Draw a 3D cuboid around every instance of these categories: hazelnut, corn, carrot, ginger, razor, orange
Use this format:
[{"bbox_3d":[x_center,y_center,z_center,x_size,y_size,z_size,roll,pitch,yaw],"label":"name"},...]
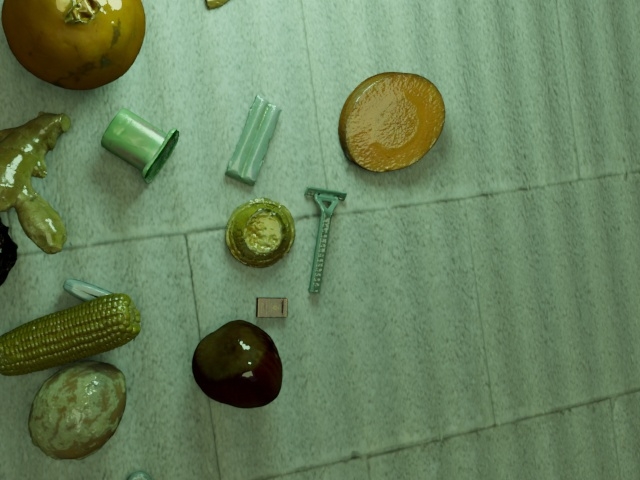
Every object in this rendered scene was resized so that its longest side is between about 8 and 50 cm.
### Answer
[{"bbox_3d":[-0.195,0.319,1.719,0.229,0.229,0.230,0,89,-16],"label":"hazelnut"},{"bbox_3d":[-0.586,0.219,1.616,0.344,0.131,0.131,-17,94,3],"label":"corn"},{"bbox_3d":[0.187,-0.322,1.906,0.307,0.100,0.258,-41,102,-5],"label":"carrot"},{"bbox_3d":[-0.744,-0.152,1.583,0.362,0.122,0.349,6,61,-13],"label":"ginger"},{"bbox_3d":[0.003,0.001,1.857,0.110,0.056,0.278,8,87,-17],"label":"razor"},{"bbox_3d":[-0.554,-0.495,1.580,0.311,0.312,0.313,0,89,-16],"label":"orange"}]

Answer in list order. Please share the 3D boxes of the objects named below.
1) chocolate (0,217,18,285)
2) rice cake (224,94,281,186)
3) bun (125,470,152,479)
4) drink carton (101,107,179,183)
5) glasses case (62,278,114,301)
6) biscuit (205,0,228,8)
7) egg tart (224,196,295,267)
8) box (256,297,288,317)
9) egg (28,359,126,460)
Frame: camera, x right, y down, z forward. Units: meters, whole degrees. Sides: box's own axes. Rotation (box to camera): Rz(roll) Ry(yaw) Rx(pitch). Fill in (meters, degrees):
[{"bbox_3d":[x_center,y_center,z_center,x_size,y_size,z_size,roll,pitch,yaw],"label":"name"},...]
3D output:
[{"bbox_3d":[-0.804,0.020,1.560,0.224,0.177,0.207,0,89,-18],"label":"chocolate"},{"bbox_3d":[-0.173,-0.260,1.818,0.084,0.040,0.226,22,83,-14],"label":"rice cake"},{"bbox_3d":[-0.449,0.610,1.720,0.083,0.045,0.084,1,86,-17],"label":"bun"},{"bbox_3d":[-0.441,-0.237,1.697,0.142,0.144,0.146,31,80,-4],"label":"drink carton"},{"bbox_3d":[-0.534,0.138,1.691,0.178,0.067,0.045,25,82,-14],"label":"glasses case"},{"bbox_3d":[-0.272,-0.719,1.801,0.144,0.033,0.225,-20,95,-15],"label":"biscuit"},{"bbox_3d":[-0.152,-0.019,1.806,0.191,0.074,0.192,0,92,-16],"label":"egg tart"},{"bbox_3d":[-0.127,0.175,1.833,0.081,0.023,0.052,1,90,-16],"label":"box"},{"bbox_3d":[-0.556,0.389,1.617,0.203,0.203,0.245,45,71,-11],"label":"egg"}]
